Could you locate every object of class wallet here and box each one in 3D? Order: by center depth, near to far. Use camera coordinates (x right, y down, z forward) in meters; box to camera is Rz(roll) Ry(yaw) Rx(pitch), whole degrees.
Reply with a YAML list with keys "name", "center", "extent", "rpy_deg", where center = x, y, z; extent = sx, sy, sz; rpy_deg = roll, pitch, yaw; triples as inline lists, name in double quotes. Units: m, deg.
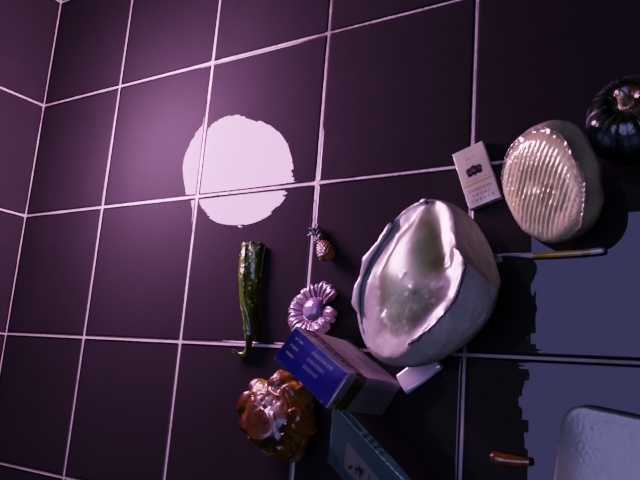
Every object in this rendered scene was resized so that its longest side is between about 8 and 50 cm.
- name: "wallet"
  center: [0.256, 0.340, 1.804]
  extent: [0.122, 0.025, 0.061]
  rpy_deg: [-42, 60, 19]

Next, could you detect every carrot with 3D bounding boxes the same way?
- name: "carrot"
  center: [0.442, 0.513, 1.630]
  extent: [0.093, 0.032, 0.032]
  rpy_deg: [-1, 77, 29]

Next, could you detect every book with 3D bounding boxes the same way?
- name: "book"
  center: [0.144, 0.603, 1.714]
  extent: [0.379, 0.031, 0.264]
  rpy_deg: [43, 143, 34]

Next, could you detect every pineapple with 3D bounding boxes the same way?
- name: "pineapple"
  center: [0.000, 0.000, 2.049]
  extent: [0.058, 0.058, 0.124]
  rpy_deg: [-38, 59, 21]

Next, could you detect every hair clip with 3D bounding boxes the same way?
- name: "hair clip"
  center: [-0.017, 0.266, 1.983]
  extent: [0.173, 0.069, 0.300]
  rpy_deg: [-17, 69, 30]

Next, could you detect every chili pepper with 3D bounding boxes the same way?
- name: "chili pepper"
  center: [-0.225, 0.180, 2.152]
  extent: [0.084, 0.076, 0.359]
  rpy_deg: [3, 78, 9]

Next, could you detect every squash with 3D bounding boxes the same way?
- name: "squash"
  center: [0.703, -0.271, 1.563]
  extent: [0.218, 0.172, 0.218]
  rpy_deg: [-4, 78, 22]

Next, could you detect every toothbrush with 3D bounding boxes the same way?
- name: "toothbrush"
  center: [0.539, 0.038, 1.691]
  extent: [0.288, 0.021, 0.024]
  rpy_deg: [-5, 86, 34]

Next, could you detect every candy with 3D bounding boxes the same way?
- name: "candy"
  center: [0.259, 0.128, 1.756]
  extent: [0.427, 0.186, 0.386]
  rpy_deg: [-48, 44, 21]

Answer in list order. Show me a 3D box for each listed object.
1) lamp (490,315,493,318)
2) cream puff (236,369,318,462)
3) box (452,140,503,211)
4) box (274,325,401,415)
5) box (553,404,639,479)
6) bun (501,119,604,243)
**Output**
- name: "lamp"
  center: [0.387, 0.191, 1.752]
  extent: [0.083, 0.031, 0.063]
  rpy_deg: [-39, 58, 24]
- name: "cream puff"
  center: [-0.116, 0.493, 1.940]
  extent: [0.241, 0.155, 0.269]
  rpy_deg: [-37, 58, 21]
- name: "box"
  center: [0.411, -0.169, 1.829]
  extent: [0.090, 0.024, 0.167]
  rpy_deg: [-24, 65, 27]
- name: "box"
  center: [0.051, 0.336, 1.774]
  extent: [0.200, 0.299, 0.106]
  rpy_deg: [37, 97, 35]
- name: "box"
  center: [0.670, 0.550, 1.429]
  extent: [0.373, 0.090, 0.367]
  rpy_deg: [6, 83, 35]
- name: "bun"
  center: [0.556, -0.136, 1.628]
  extent: [0.287, 0.146, 0.287]
  rpy_deg: [33, 128, 54]
